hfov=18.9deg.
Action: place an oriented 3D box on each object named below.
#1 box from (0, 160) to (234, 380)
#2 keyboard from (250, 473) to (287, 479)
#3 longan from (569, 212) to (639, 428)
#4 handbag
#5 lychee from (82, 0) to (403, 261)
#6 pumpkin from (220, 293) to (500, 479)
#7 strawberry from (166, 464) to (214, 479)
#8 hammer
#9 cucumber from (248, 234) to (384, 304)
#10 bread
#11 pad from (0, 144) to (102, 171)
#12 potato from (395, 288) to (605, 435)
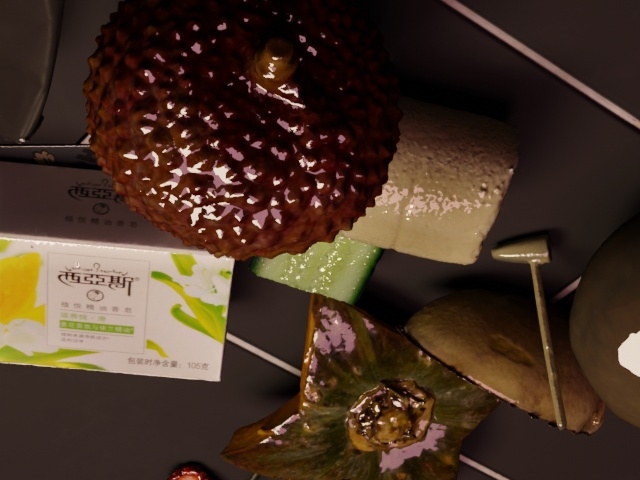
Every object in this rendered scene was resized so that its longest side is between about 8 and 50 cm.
[{"bbox_3d":[-0.216,0.032,1.903,0.260,0.111,0.194,6,136,-2],"label":"box"},{"bbox_3d":[0.025,0.311,2.255,0.230,0.025,0.094,18,133,-16],"label":"keyboard"},{"bbox_3d":[0.362,0.070,1.854,0.248,0.248,0.248,1,137,1],"label":"longan"},{"bbox_3d":[-0.324,-0.207,1.643,0.223,0.080,0.247,21,143,1],"label":"handbag"},{"bbox_3d":[-0.068,-0.112,1.635,0.275,0.276,0.304,12,167,-10],"label":"lychee"},{"bbox_3d":[0.066,0.181,2.066,0.290,0.095,0.258,16,124,-27],"label":"pumpkin"},{"bbox_3d":[-0.138,0.319,2.259,0.103,0.048,0.152,-1,123,13],"label":"strawberry"},{"bbox_3d":[0.213,0.093,1.910,0.060,0.195,0.028,-11,168,12],"label":"hammer"},{"bbox_3d":[0.000,0.000,1.900,0.116,0.062,0.115,18,133,-6],"label":"cucumber"},{"bbox_3d":[0.097,-0.055,1.785,0.141,0.134,0.148,13,147,-11],"label":"bread"},{"bbox_3d":[-0.269,-0.008,1.945,0.170,0.006,0.245,1,137,2],"label":"pad"},{"bbox_3d":[0.220,0.116,1.958,0.261,0.120,0.100,26,100,-28],"label":"potato"}]
